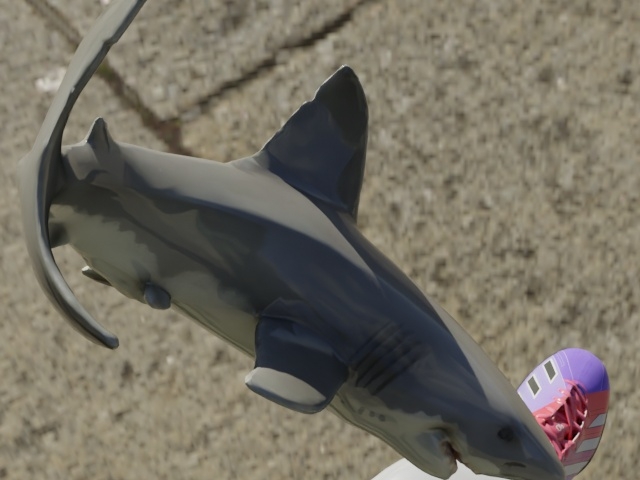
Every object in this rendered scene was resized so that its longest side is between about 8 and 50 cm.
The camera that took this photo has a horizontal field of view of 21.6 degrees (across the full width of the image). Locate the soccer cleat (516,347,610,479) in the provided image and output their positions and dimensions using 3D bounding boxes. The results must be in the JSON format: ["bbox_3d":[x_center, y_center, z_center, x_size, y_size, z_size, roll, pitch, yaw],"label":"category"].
[{"bbox_3d":[0.229,0.212,1.738,0.108,0.116,0.318,37,52,8],"label":"soccer cleat"}]

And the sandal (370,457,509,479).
[{"bbox_3d":[0.141,0.273,0.800,0.169,0.102,0.416,-27,53,-21],"label":"sandal"}]

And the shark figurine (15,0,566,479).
[{"bbox_3d":[-0.024,-0.015,0.564,0.166,0.278,0.116,31,88,41],"label":"shark figurine"}]
